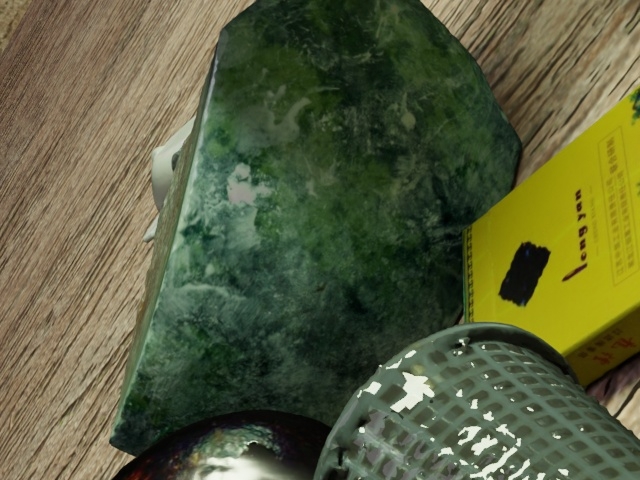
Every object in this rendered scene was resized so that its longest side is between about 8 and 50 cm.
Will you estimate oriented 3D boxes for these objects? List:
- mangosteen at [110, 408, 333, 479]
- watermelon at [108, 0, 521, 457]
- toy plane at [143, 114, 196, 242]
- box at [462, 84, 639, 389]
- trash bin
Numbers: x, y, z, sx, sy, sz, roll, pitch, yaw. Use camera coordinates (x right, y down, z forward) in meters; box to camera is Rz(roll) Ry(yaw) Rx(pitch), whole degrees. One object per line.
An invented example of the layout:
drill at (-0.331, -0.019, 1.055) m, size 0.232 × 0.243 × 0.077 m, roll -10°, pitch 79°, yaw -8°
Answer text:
mangosteen at (-0.047, 0.217, 0.879) m, size 0.243 × 0.243 × 0.243 m, roll -46°, pitch 30°, yaw 36°
watermelon at (-0.021, -0.022, 1.045) m, size 0.387 × 0.228 × 0.258 m, roll -69°, pitch 20°, yaw 8°
toy plane at (-0.069, -0.077, 1.295) m, size 0.267 × 0.122 × 0.267 m, roll -47°, pitch 13°, yaw 14°
box at (0.180, -0.014, 0.822) m, size 0.279 × 0.041 × 0.153 m, roll -43°, pitch 32°, yaw 41°
trash bin at (0.104, 0.146, 0.689) m, size 0.161 × 0.175 × 0.175 m, roll 32°, pitch 96°, yaw 57°
